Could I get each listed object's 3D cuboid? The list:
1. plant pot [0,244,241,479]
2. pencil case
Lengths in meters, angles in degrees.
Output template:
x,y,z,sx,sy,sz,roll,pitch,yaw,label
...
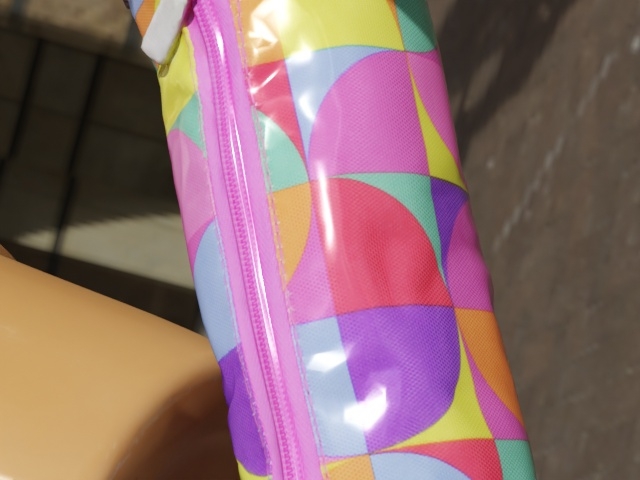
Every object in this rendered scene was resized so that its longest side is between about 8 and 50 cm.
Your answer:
x,y,z,sx,sy,sz,roll,pitch,yaw,label
-0.129,0.130,0.637,0.291,0.203,0.291,-20,-67,-61,plant pot
0.000,0.000,0.553,0.104,0.104,0.236,126,131,-67,pencil case
